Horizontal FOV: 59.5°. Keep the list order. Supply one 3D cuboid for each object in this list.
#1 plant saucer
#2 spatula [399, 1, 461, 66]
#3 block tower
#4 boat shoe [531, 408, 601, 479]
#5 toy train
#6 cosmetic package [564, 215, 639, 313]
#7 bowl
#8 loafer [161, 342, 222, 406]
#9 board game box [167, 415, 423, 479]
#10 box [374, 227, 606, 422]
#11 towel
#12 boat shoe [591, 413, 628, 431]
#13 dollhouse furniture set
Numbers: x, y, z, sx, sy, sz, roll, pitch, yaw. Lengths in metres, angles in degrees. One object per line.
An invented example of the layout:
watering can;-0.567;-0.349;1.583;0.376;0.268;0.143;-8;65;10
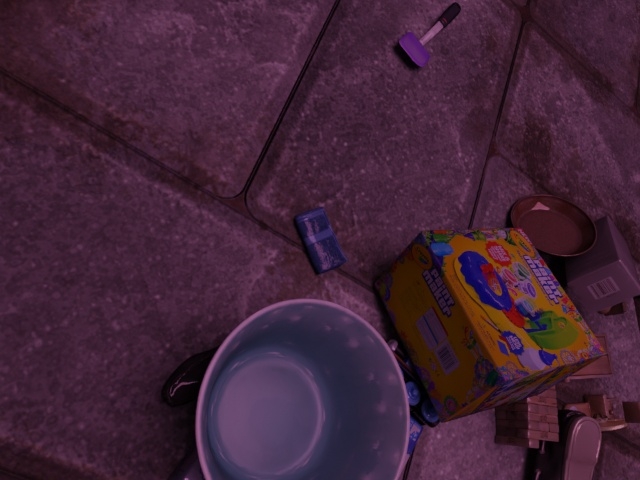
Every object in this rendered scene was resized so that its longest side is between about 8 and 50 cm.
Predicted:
plant saucer;0.547;-0.029;1.328;0.199;0.036;0.198;2;48;-2
spatula;0.277;-0.509;1.355;0.084;0.030;0.296;48;58;-11
block tower;0.433;0.262;1.190;0.097;0.091;0.335;15;70;-26
boat shoe;0.484;0.512;1.145;0.112;0.095;0.334;22;81;-15
toy train;0.164;0.264;1.043;0.184;0.080;0.105;45;50;-10
cosmetic package;0.650;0.051;1.309;0.107;0.127;0.238;52;33;-7
bowl;-0.045;0.247;0.791;0.312;0.163;0.311;9;71;-26
loafer;-0.167;0.198;0.872;0.170;0.061;0.062;-34;95;-32
board game box;-0.020;0.344;0.913;0.319;0.066;0.318;43;59;-12
box;0.304;0.142;1.039;0.279;0.177;0.289;-3;54;-34
towel;0.000;0.000;1.047;0.067;0.029;0.119;-21;88;-32
boat shoe;0.580;0.392;1.216;0.056;0.153;0.048;35;49;-59
dollhouse furniture set;0.683;0.252;1.182;0.174;0.356;0.303;5;74;-29
